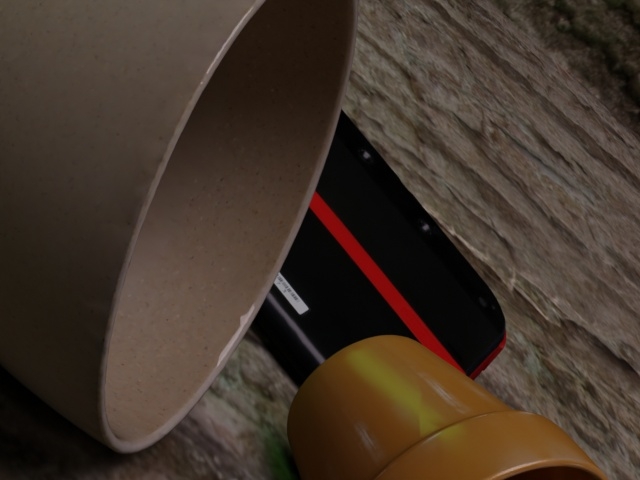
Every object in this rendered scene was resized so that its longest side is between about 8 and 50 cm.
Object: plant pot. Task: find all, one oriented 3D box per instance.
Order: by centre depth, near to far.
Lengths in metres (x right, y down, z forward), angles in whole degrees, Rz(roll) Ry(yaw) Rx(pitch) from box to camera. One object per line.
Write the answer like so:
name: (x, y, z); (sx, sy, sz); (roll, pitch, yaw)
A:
plant pot: (0.072, 0.173, 0.972); (0.205, 0.205, 0.188); (22, 21, -43)

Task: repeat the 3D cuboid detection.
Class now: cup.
cup: (-0.152, -0.065, 0.851); (0.237, 0.331, 0.331); (23, 23, 11)

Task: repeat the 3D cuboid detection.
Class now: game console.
game console: (0.000, 0.000, 1.255); (0.386, 0.060, 0.342); (50, 31, 6)
